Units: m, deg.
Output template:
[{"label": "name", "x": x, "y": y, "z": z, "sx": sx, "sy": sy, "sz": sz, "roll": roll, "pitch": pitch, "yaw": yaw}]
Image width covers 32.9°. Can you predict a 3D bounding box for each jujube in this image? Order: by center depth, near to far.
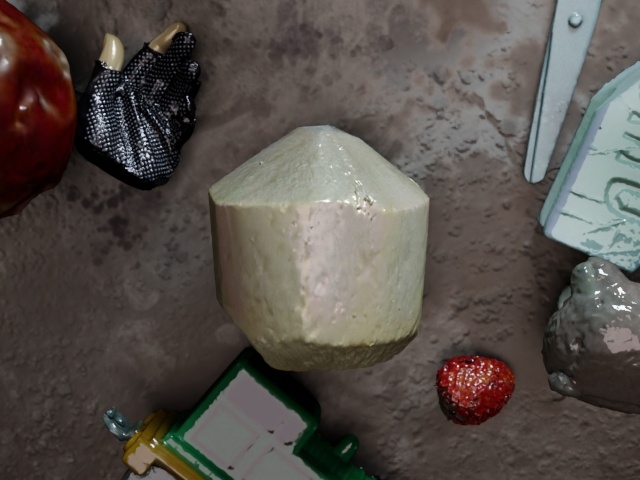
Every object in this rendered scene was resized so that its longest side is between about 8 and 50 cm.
[{"label": "jujube", "x": -0.439, "y": -0.134, "z": 1.145, "sx": 0.377, "sy": 0.276, "sz": 0.276, "roll": -11, "pitch": 100, "yaw": 20}]

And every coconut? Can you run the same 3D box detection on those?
[{"label": "coconut", "x": 0.000, "y": 0.000, "z": 1.146, "sx": 0.239, "sy": 0.239, "sz": 0.244, "roll": -1, "pitch": 103, "yaw": 6}]

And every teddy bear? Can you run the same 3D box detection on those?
[{"label": "teddy bear", "x": 0.367, "y": 0.116, "z": 1.123, "sx": 0.267, "sy": 0.236, "sz": 0.151, "roll": 8, "pitch": 73, "yaw": 6}]

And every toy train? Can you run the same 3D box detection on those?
[{"label": "toy train", "x": -0.052, "y": 0.298, "z": 1.241, "sx": 0.429, "sy": 0.178, "sz": 0.249, "roll": 39, "pitch": 91, "yaw": -2}]

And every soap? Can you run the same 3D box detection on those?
[{"label": "soap", "x": 0.345, "y": -0.090, "z": 1.157, "sx": 0.145, "sy": 0.091, "sz": 0.230, "roll": 22, "pitch": 103, "yaw": 1}]

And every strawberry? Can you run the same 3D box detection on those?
[{"label": "strawberry", "x": 0.177, "y": 0.170, "z": 1.235, "sx": 0.096, "sy": 0.083, "sz": 0.083, "roll": -22, "pitch": 99, "yaw": -23}]

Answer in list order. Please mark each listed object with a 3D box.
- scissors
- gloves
[{"label": "scissors", "x": 0.282, "y": -0.276, "z": 1.157, "sx": 0.193, "sy": 0.029, "sz": 0.447, "roll": 13, "pitch": 102, "yaw": 2}, {"label": "gloves", "x": -0.193, "y": -0.159, "z": 1.210, "sx": 0.129, "sy": 0.106, "sz": 0.180, "roll": 26, "pitch": 76, "yaw": 4}]
